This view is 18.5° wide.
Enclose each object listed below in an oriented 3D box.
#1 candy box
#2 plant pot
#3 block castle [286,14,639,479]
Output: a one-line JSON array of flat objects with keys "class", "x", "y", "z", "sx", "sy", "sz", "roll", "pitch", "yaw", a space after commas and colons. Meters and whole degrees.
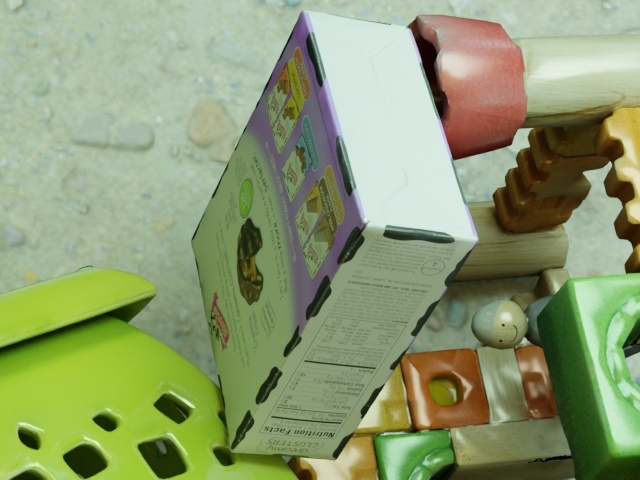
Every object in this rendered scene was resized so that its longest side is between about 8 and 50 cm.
[{"class": "candy box", "x": 0.000, "y": 0.000, "z": 1.102, "sx": 0.070, "sy": 0.196, "sz": 0.165, "roll": 7, "pitch": 46, "yaw": -24}, {"class": "plant pot", "x": -0.177, "y": 0.152, "z": 1.142, "sx": 0.228, "sy": 0.227, "sz": 0.207, "roll": -18, "pitch": 73, "yaw": -44}, {"class": "block castle", "x": 0.111, "y": 0.124, "z": 1.150, "sx": 0.212, "sy": 0.303, "sz": 0.453, "roll": -5, "pitch": 66, "yaw": -15}]
